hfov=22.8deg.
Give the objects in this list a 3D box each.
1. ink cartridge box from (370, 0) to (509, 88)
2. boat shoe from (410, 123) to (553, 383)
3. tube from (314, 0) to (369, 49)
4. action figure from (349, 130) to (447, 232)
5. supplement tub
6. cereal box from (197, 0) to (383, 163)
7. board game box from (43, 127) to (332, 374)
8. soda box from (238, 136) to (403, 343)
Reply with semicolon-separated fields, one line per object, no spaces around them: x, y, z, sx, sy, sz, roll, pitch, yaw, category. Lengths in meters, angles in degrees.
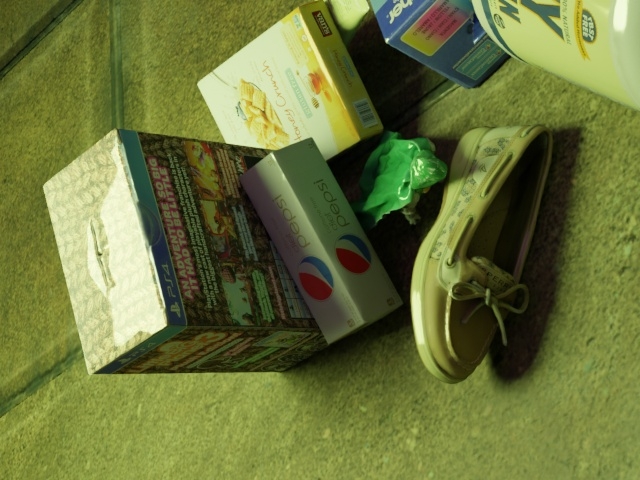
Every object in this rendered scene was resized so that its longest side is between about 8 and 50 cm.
0.173;-0.363;1.776;0.270;0.151;0.395;-45;44;27;ink cartridge box
0.167;0.007;1.620;0.089;0.105;0.285;-7;63;45;boat shoe
0.014;-0.257;1.897;0.062;0.070;0.240;-58;-1;-25;tube
0.088;-0.066;1.724;0.232;0.064;0.137;166;120;-77;action figure
0.313;-0.237;1.459;0.325;0.235;0.235;35;100;53;supplement tub
-0.040;-0.162;1.913;0.240;0.047;0.173;-29;86;51;cereal box
-0.133;0.020;1.785;0.141;0.291;0.232;-32;65;37;board game box
0.000;0.000;1.761;0.074;0.069;0.216;-34;83;47;soda box
